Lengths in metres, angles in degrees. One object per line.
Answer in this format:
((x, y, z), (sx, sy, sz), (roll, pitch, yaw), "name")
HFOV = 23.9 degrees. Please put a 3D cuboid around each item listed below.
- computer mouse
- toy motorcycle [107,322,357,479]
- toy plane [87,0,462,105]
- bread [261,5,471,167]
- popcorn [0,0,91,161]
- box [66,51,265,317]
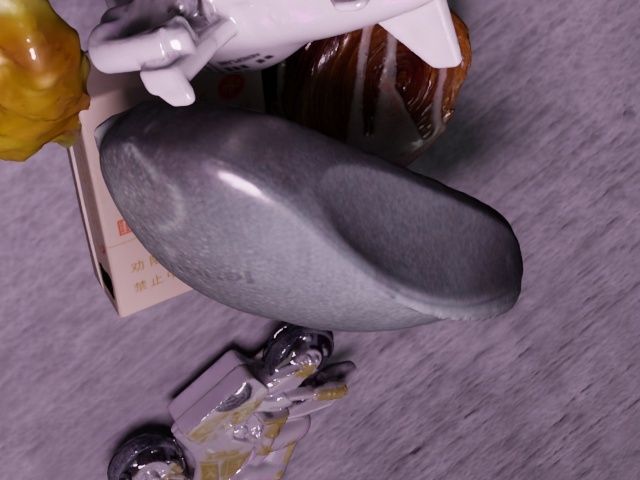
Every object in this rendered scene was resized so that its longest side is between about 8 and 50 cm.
((-0.002, 0.003, 1.018), (0.374, 0.203, 0.114), (18, 81, -50), "computer mouse")
((-0.066, 0.162, 1.290), (0.225, 0.073, 0.152), (-37, 139, -1), "toy motorcycle")
((-0.030, -0.158, 0.936), (0.252, 0.252, 0.118), (-26, 119, -14), "toy plane")
((0.032, -0.122, 1.119), (0.160, 0.073, 0.160), (-21, 134, -24), "bread")
((-0.285, -0.129, 0.749), (0.325, 0.290, 0.321), (-14, 121, -23), "popcorn")
((-0.107, -0.053, 1.090), (0.141, 0.058, 0.201), (-23, 136, -17), "box")
